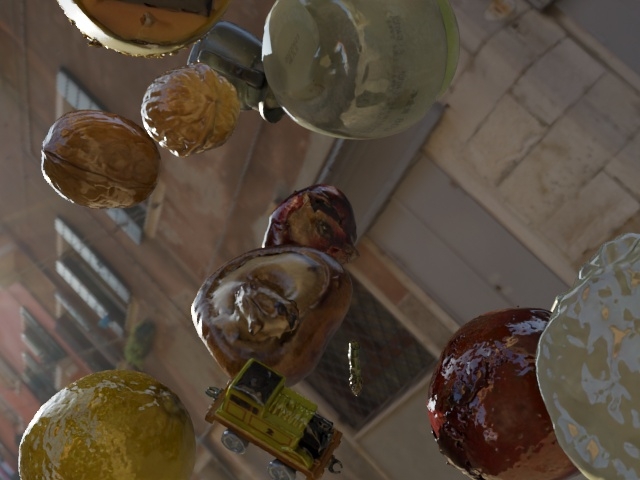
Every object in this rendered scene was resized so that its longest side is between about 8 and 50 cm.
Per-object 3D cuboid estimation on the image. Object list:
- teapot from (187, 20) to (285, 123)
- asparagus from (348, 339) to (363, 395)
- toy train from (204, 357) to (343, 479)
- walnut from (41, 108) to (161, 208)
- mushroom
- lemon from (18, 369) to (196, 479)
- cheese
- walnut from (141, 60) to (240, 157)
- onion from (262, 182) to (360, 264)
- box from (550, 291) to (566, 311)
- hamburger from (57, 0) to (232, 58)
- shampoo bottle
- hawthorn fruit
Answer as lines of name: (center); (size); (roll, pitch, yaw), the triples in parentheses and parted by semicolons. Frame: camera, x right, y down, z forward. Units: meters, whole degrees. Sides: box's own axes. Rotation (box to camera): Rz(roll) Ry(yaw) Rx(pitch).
teapot: (-0.179, -0.436, 1.892); (0.223, 0.285, 0.305); (-59, -16, -18)
asparagus: (0.084, 0.306, 1.763); (0.030, 0.036, 0.165); (-30, -51, -34)
toy train: (-0.061, 0.246, 1.016); (0.089, 0.219, 0.127); (-51, -14, -44)
walnut: (-0.370, -0.134, 1.260); (0.207, 0.167, 0.167); (11, -52, -45)
mushroom: (-0.096, 0.123, 1.473); (0.345, 0.345, 0.260); (-42, -41, -25)
lemon: (-0.342, 0.349, 1.211); (0.293, 0.293, 0.293); (-44, -9, -9)
cheese: (0.383, 0.142, 0.786); (0.115, 0.326, 0.318); (11, -22, -39)
walnut: (-0.267, -0.271, 1.540); (0.213, 0.213, 0.213); (-44, -9, -9)
onion: (0.000, 0.000, 1.739); (0.272, 0.195, 0.272); (-27, -56, -48)
box: (0.525, 0.164, 1.413); (0.210, 0.148, 0.129); (-14, -51, -36)
hamburger: (-0.248, -0.406, 1.052); (0.276, 0.179, 0.294); (-1, -71, -21)
shampoo bottle: (0.070, -0.341, 1.345); (0.317, 0.322, 0.322); (-24, -21, -41)
hawthorn fruit: (0.322, 0.243, 1.160); (0.316, 0.316, 0.316); (-44, -9, -9)
